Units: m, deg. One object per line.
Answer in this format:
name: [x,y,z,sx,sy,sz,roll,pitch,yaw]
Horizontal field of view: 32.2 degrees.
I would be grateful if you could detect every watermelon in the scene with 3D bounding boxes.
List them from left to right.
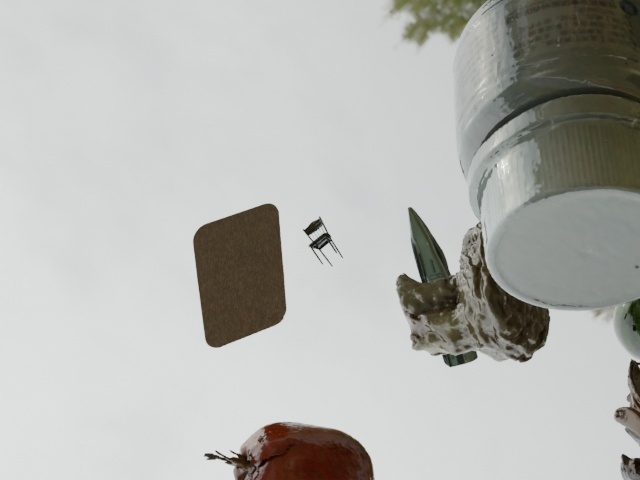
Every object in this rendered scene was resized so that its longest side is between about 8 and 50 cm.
watermelon: [0.610,0.164,2.023,0.187,0.140,0.141,63,-153,-28]

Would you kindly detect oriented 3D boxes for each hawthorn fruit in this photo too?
hawthorn fruit: [-0.050,0.373,1.703,0.299,0.211,0.211,24,-138,-20]

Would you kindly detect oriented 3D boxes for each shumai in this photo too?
shumai: [0.195,0.079,1.434,0.166,0.175,0.206,53,-155,-22]

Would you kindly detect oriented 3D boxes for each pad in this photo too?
pad: [-0.143,0.067,2.017,0.176,0.266,0.002,-20,-145,-26]

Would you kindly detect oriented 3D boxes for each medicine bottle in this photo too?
medicine bottle: [0.265,-0.105,1.164,0.245,0.245,0.306,29,-134,-29]

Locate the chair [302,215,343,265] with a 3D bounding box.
chair: [-0.001,-0.001,1.725,0.086,0.037,0.042,57,-168,26]

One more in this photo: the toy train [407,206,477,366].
toy train: [0.184,0.066,1.694,0.055,0.048,0.252,-22,-84,-72]

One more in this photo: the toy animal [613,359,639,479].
toy animal: [0.442,0.251,1.478,0.089,0.179,0.188,-32,-95,-46]
